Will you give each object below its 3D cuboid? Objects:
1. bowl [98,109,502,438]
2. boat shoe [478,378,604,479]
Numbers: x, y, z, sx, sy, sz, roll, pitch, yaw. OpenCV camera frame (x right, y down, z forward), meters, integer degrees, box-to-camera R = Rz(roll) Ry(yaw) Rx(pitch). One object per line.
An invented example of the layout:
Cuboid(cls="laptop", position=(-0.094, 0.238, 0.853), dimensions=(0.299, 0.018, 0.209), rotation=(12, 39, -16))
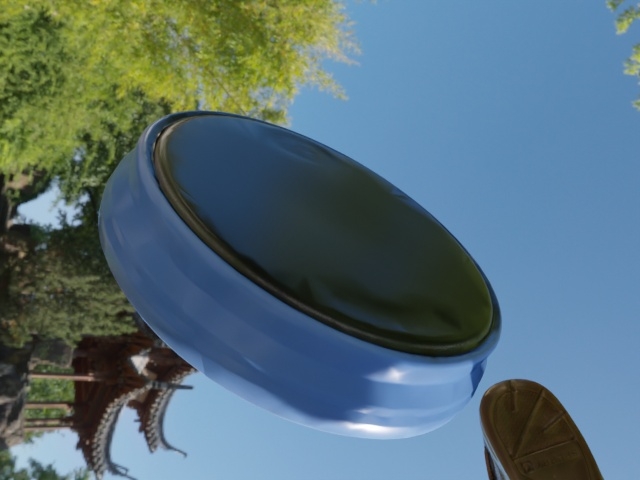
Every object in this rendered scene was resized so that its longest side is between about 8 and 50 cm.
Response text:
Cuboid(cls="bowl", position=(0.000, 0.000, 0.502), dimensions=(0.077, 0.391, 0.391), rotation=(-59, -142, 26))
Cuboid(cls="boat shoe", position=(0.244, 0.315, 0.512), dimensions=(0.123, 0.124, 0.341), rotation=(88, -13, -51))
